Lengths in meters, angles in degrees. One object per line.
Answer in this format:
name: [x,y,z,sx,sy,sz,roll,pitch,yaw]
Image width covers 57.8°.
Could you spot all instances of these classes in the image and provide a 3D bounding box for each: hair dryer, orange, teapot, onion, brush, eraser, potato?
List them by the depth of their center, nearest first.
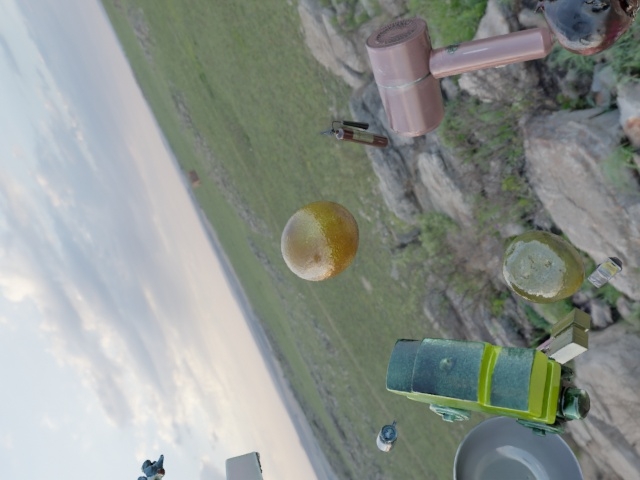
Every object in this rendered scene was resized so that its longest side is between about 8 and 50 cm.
hair dryer: [0.282,-0.336,1.143,0.125,0.352,0.210,-69,-34,-44]
potato: [0.453,0.054,1.179,0.194,0.157,0.157,-3,-117,-61]
eraser: [-0.140,0.602,1.233,0.130,0.086,0.287,-123,23,-63]
onion: [0.673,-0.589,1.447,0.281,0.281,0.221,62,179,19]
brush: [0.590,0.271,1.467,0.047,0.103,0.233,26,142,1]
teapot: [0.179,0.505,1.490,0.049,0.063,0.083,55,157,30]
orange: [0.000,0.000,1.638,0.236,0.236,0.236,61,168,22]

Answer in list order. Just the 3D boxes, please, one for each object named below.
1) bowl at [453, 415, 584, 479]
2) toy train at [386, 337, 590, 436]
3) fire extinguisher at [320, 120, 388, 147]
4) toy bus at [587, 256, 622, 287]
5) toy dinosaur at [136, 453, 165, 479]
bowl: [0.451,0.571,1.354,0.287,0.287,0.144,58,168,34]
toy train: [0.359,0.322,1.320,0.442,0.179,0.272,-5,152,46]
fire extinguisher: [0.082,-0.240,1.292,0.035,0.173,0.049,42,120,45]
toy bus: [0.857,0.097,1.750,0.057,0.072,0.172,47,-179,20]
toy dinosaur: [-0.271,0.385,0.933,0.030,0.083,0.047,30,160,-36]
